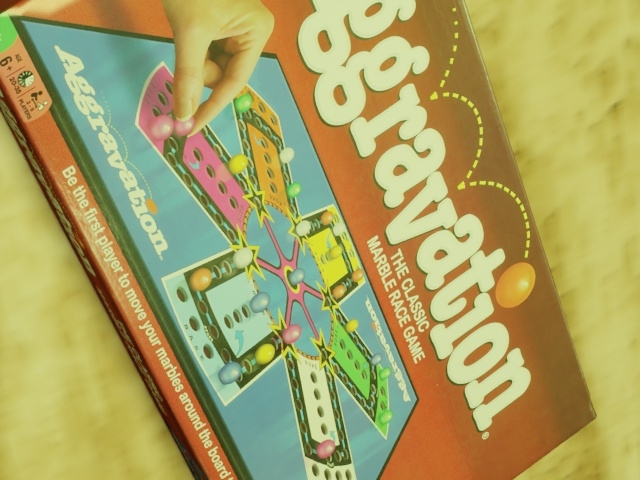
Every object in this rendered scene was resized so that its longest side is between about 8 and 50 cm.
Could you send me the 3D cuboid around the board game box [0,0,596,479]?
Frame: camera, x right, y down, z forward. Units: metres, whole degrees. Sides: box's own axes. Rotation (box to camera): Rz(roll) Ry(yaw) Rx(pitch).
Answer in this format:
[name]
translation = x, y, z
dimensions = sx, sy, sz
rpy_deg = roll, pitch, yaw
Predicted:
[board game box]
translation = 0.000, 0.000, 0.647
dimensions = 0.145, 0.027, 0.281
rpy_deg = -35, 130, -15
